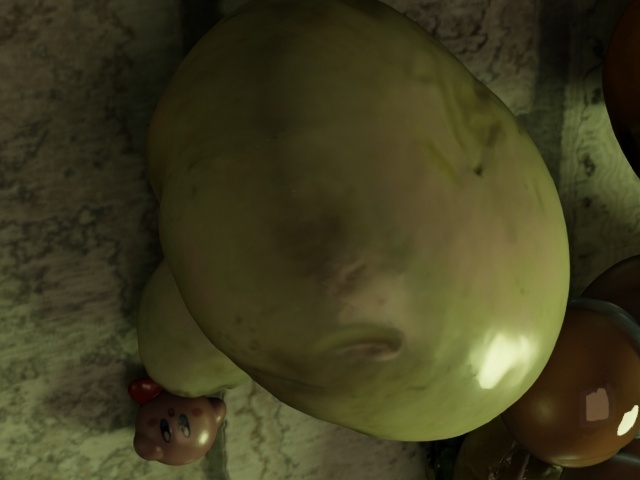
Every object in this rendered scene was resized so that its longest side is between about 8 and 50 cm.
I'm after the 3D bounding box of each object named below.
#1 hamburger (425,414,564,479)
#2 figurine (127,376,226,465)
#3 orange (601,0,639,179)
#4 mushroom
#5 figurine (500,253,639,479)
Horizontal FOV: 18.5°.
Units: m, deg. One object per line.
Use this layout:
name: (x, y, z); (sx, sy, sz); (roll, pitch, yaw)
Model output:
hamburger: (0.232, 0.204, 1.811); (0.265, 0.134, 0.285); (11, 111, -31)
figurine: (-0.117, 0.150, 1.628); (0.083, 0.071, 0.067); (-10, 161, -16)
orange: (0.357, -0.130, 1.637); (0.246, 0.246, 0.246); (-13, 120, -23)
mushroom: (0.017, -0.023, 1.482); (0.353, 0.353, 0.325); (12, 86, -33)
figurine: (0.358, 0.104, 1.601); (0.388, 0.248, 0.277); (-13, 128, 21)
